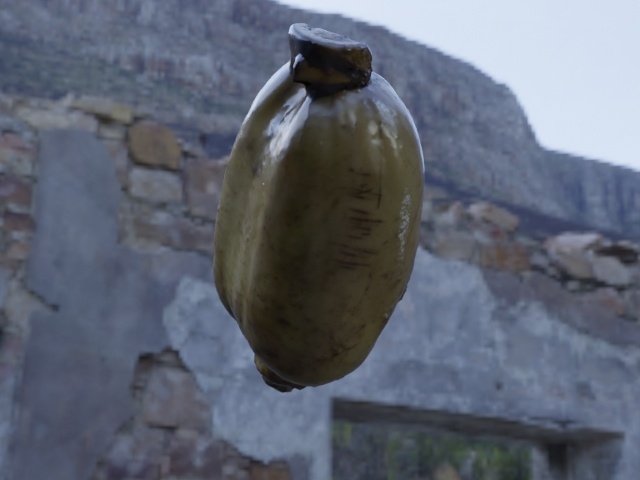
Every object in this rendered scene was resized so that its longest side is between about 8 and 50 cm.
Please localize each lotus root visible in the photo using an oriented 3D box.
[{"bbox_3d":[0.000,0.000,0.394,0.063,0.072,0.152,-19,-41,-32],"label":"lotus root"}]
